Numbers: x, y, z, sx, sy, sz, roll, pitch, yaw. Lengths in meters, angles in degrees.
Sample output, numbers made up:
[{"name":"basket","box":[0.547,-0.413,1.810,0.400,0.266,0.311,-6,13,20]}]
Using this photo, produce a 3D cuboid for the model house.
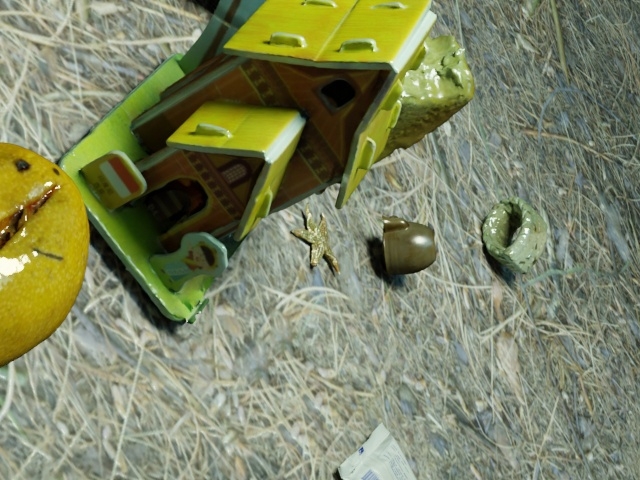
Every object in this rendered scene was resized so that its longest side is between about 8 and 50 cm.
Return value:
[{"name":"model house","box":[-0.074,-0.168,1.311,0.340,0.323,0.300,55,32,-15]}]

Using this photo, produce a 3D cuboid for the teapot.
[{"name":"teapot","box":[0.105,-0.009,1.699,0.110,0.080,0.085,-83,167,-60]}]

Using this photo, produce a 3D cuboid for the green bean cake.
[{"name":"green bean cake","box":[0.037,-0.196,1.586,0.236,0.233,0.124,20,46,-49]}]

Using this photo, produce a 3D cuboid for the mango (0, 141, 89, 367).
[{"name":"mango","box":[-0.285,0.026,1.059,0.177,0.120,0.295,52,34,-15]}]

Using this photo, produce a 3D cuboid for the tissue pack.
[{"name":"tissue pack","box":[0.092,0.312,1.498,0.193,0.026,0.122,62,32,-3]}]

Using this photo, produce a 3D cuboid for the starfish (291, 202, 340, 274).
[{"name":"starfish","box":[0.000,0.000,1.596,0.086,0.016,0.092,51,32,-24]}]

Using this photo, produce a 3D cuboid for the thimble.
[{"name":"thimble","box":[0.285,-0.006,1.947,0.062,0.084,0.110,36,39,-38]}]
